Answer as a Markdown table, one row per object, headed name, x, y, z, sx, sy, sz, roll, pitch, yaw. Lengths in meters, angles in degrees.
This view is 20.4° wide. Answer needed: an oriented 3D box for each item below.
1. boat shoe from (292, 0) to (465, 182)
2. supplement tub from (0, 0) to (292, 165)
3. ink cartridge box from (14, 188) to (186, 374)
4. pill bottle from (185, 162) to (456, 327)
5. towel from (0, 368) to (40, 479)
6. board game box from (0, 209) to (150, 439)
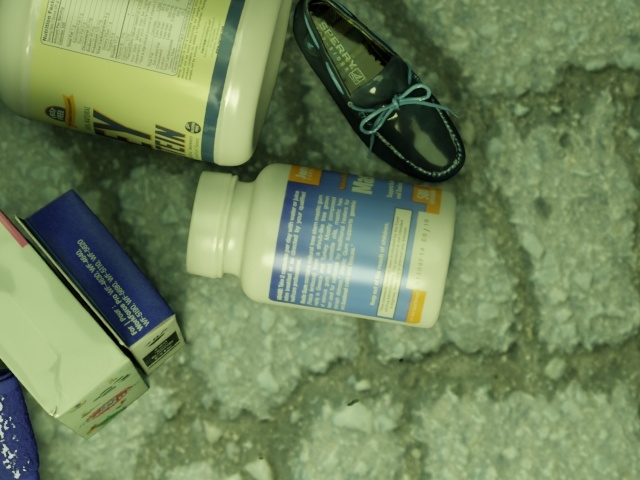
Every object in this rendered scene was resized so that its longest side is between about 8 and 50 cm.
| name | x | y | z | sx | sy | sz | roll | pitch | yaw |
| --- | --- | --- | --- | --- | --- | --- | --- | --- | --- |
| boat shoe | 0.055 | -0.163 | 1.940 | 0.258 | 0.089 | 0.109 | 42 | 83 | 5 |
| supplement tub | -0.207 | -0.223 | 1.873 | 0.325 | 0.235 | 0.235 | 13 | 81 | 2 |
| ink cartridge box | -0.213 | 0.044 | 1.782 | 0.065 | 0.332 | 0.165 | -39 | 85 | -6 |
| pill bottle | 0.000 | 0.000 | 1.882 | 0.272 | 0.152 | 0.152 | 10 | 81 | 0 |
| towel | -0.381 | 0.280 | 1.820 | 0.228 | 0.076 | 0.308 | -8 | 108 | 9 |
| board game box | -0.286 | 0.081 | 1.790 | 0.097 | 0.303 | 0.224 | -40 | 84 | -8 |
